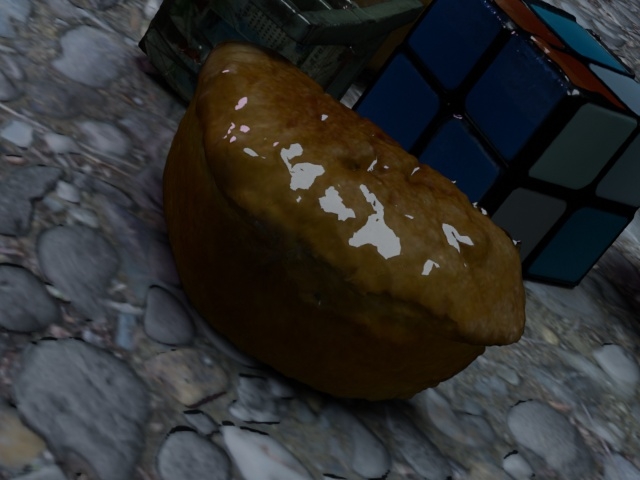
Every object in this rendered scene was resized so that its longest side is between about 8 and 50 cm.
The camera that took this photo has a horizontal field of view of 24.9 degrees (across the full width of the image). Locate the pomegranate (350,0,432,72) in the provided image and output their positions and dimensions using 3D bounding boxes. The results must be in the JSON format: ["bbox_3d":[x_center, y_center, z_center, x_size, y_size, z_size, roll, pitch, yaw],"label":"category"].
[{"bbox_3d":[0.046,-0.246,1.306,0.196,0.196,0.196,29,25,-15],"label":"pomegranate"}]

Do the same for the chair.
[{"bbox_3d":[-0.048,-0.144,1.017,0.136,0.147,0.270,41,22,6],"label":"chair"}]

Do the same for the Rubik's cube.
[{"bbox_3d":[0.160,-0.089,1.170,0.180,0.167,0.183,11,36,-46],"label":"Rubik's cube"}]

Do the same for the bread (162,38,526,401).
[{"bbox_3d":[-0.008,-0.002,0.848,0.260,0.129,0.134,40,26,13],"label":"bread"}]
